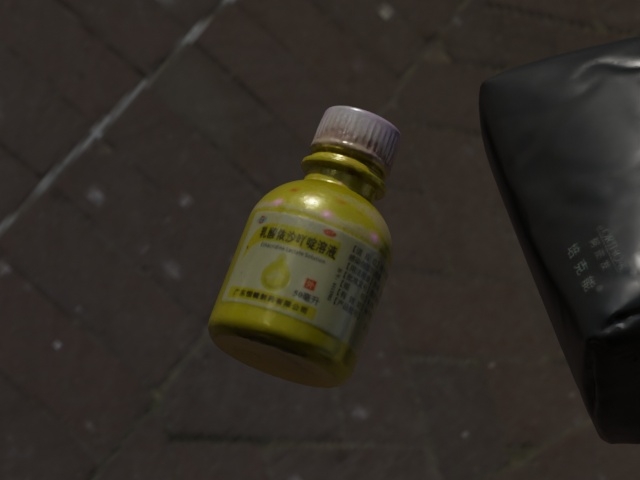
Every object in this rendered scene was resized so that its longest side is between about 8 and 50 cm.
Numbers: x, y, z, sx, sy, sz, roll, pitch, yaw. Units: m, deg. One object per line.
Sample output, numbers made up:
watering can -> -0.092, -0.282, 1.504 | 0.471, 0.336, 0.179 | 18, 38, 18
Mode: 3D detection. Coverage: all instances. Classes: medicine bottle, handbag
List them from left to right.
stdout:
medicine bottle -> 0.000, 0.000, 1.484 | 0.122, 0.122, 0.212 | 27, 73, -21
handbag -> 0.271, -0.031, 1.266 | 0.302, 0.275, 0.178 | -106, 178, -49
